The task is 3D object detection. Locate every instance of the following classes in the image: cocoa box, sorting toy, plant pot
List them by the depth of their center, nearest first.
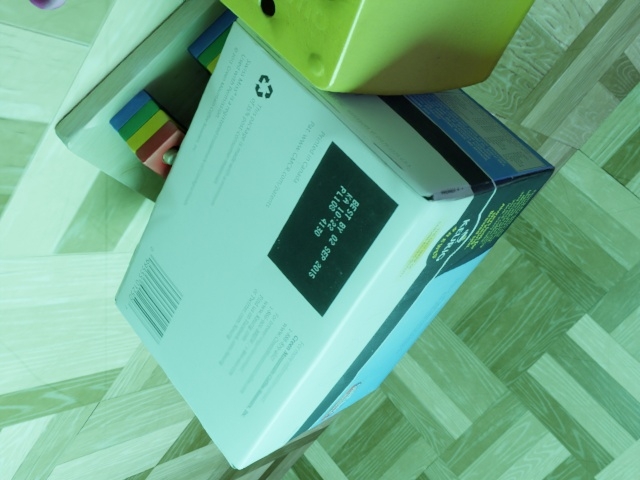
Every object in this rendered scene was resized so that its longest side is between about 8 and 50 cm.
[{"bbox_3d":[0.038,-0.228,0.492,0.187,0.212,0.212,-32,160,-37],"label":"plant pot"},{"bbox_3d":[0.000,0.000,0.659,0.228,0.231,0.347,-16,146,-49],"label":"cocoa box"},{"bbox_3d":[-0.088,-0.125,0.716,0.257,0.089,0.255,-44,158,1],"label":"sorting toy"}]

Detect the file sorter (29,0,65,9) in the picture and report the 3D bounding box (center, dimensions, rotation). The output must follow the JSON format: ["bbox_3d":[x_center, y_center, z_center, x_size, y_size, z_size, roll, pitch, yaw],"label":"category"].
[{"bbox_3d":[-0.200,-0.196,0.258,0.291,0.202,0.182,-24,152,-39],"label":"file sorter"}]
